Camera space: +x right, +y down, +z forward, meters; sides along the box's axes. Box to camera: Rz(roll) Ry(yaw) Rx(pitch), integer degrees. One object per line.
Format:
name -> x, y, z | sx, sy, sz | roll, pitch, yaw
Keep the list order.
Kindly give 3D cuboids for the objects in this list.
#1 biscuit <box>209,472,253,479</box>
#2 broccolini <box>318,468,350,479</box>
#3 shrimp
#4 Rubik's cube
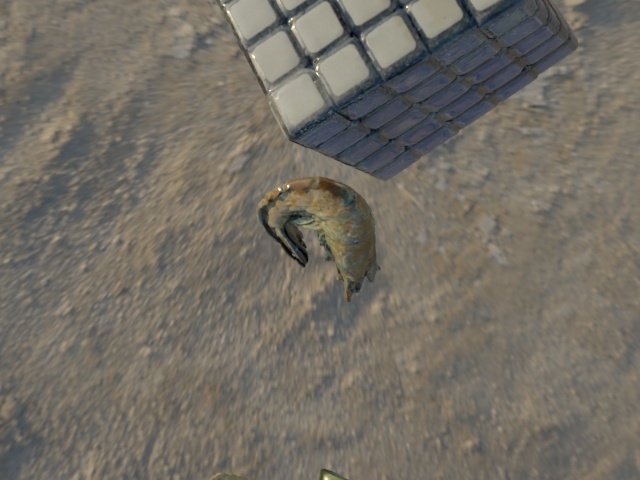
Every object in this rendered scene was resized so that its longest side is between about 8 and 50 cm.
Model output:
biscuit -> -0.017, 0.263, 1.329 | 0.219, 0.055, 0.061 | 10, 65, 28
broccolini -> -0.023, 0.339, 0.920 | 0.074, 0.079, 0.392 | 9, 71, 21
shrimp -> 0.000, 0.000, 1.537 | 0.126, 0.223, 0.048 | 3, 57, 11
Rubik's cube -> 0.056, -0.219, 1.271 | 0.237, 0.237, 0.238 | -33, 74, 14
